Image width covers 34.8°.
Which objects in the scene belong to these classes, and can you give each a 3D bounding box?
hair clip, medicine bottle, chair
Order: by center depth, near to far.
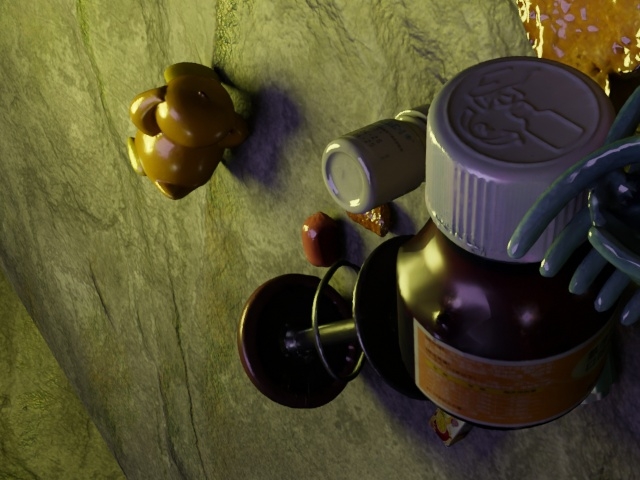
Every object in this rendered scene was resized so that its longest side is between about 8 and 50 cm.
[{"bbox_3d":[0.344,0.030,0.838,0.238,0.318,0.392,39,99,43],"label":"hair clip"},{"bbox_3d":[0.187,0.015,1.032,0.242,0.242,0.395,40,159,31],"label":"medicine bottle"},{"bbox_3d":[0.092,-0.107,1.323,0.105,0.168,0.105,31,134,40],"label":"medicine bottle"},{"bbox_3d":[0.033,0.136,1.499,0.401,0.226,0.227,-20,94,56],"label":"chair"}]

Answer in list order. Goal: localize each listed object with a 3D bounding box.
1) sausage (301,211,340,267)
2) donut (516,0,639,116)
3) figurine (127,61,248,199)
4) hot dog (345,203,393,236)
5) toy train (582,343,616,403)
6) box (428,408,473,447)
[{"bbox_3d":[0.000,0.000,1.606,0.054,0.059,0.094,36,142,54],"label":"sausage"},{"bbox_3d":[0.363,-0.291,0.865,0.435,0.163,0.378,8,116,53],"label":"donut"},{"bbox_3d":[-0.221,-0.180,1.676,0.215,0.215,0.228,41,127,31],"label":"figurine"},{"bbox_3d":[0.074,-0.039,1.504,0.083,0.035,0.058,34,134,38],"label":"hot dog"},{"bbox_3d":[0.296,0.106,1.269,0.125,0.080,0.194,-1,105,43],"label":"toy train"},{"bbox_3d":[0.217,0.225,1.473,0.050,0.041,0.207,52,143,24],"label":"box"}]
